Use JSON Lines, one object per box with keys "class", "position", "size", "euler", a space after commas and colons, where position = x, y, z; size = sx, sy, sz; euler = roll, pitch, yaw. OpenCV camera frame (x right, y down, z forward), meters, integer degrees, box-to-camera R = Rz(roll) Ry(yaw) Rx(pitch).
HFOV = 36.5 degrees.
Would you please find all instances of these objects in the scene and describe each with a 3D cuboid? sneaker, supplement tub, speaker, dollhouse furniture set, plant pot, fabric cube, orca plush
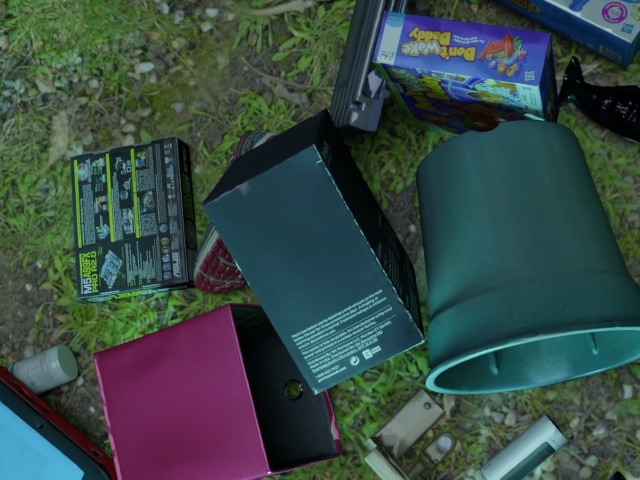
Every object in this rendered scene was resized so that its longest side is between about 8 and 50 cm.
{"class": "sneaker", "position": [-0.136, -0.047, 1.675], "size": [0.112, 0.121, 0.299], "euler": [25, 88, 47]}
{"class": "supplement tub", "position": [-0.497, 0.236, 1.733], "size": [0.107, 0.071, 0.071], "euler": [-23, 75, 10]}
{"class": "speaker", "position": [0.315, 0.330, 1.500], "size": [0.136, 0.055, 0.055], "euler": [-41, 72, 5]}
{"class": "dollhouse furniture set", "position": [0.153, 0.321, 1.496], "size": [0.123, 0.151, 0.144], "euler": [-45, 74, 4]}
{"class": "plant pot", "position": [0.292, 0.025, 1.436], "size": [0.341, 0.341, 0.334], "euler": [-15, 68, 12]}
{"class": "fabric cube", "position": [-0.156, 0.260, 1.520], "size": [0.258, 0.259, 0.254], "euler": [-22, 75, 22]}
{"class": "orca plush", "position": [0.516, -0.219, 1.518], "size": [0.287, 0.102, 0.151], "euler": [35, 90, 19]}

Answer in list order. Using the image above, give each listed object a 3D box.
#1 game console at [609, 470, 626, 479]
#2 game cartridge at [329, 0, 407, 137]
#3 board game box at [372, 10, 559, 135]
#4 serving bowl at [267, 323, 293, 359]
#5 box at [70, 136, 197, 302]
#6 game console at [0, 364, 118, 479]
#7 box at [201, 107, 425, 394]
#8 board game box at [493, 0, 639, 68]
{"class": "game console", "position": [0.377, 0.369, 1.427], "size": [0.085, 0.144, 0.124], "euler": [39, 92, 17]}
{"class": "game cartridge", "position": [0.091, -0.346, 1.586], "size": [0.068, 0.230, 0.355], "euler": [14, 91, -7]}
{"class": "board game box", "position": [0.234, -0.232, 1.471], "size": [0.233, 0.347, 0.078], "euler": [12, 84, 18]}
{"class": "serving bowl", "position": [-0.046, 0.161, 1.644], "size": [0.083, 0.027, 0.083], "euler": [-3, 79, 16]}
{"class": "box", "position": [-0.336, -0.036, 1.744], "size": [0.216, 0.060, 0.270], "euler": [-10, 77, 14]}
{"class": "game console", "position": [-0.531, 0.435, 1.675], "size": [0.386, 0.060, 0.342], "euler": [34, 104, 19]}
{"class": "box", "position": [0.000, 0.000, 1.444], "size": [0.179, 0.343, 0.313], "euler": [-27, 102, 10]}
{"class": "board game box", "position": [0.443, -0.482, 1.573], "size": [0.308, 0.086, 0.302], "euler": [32, 81, 18]}
